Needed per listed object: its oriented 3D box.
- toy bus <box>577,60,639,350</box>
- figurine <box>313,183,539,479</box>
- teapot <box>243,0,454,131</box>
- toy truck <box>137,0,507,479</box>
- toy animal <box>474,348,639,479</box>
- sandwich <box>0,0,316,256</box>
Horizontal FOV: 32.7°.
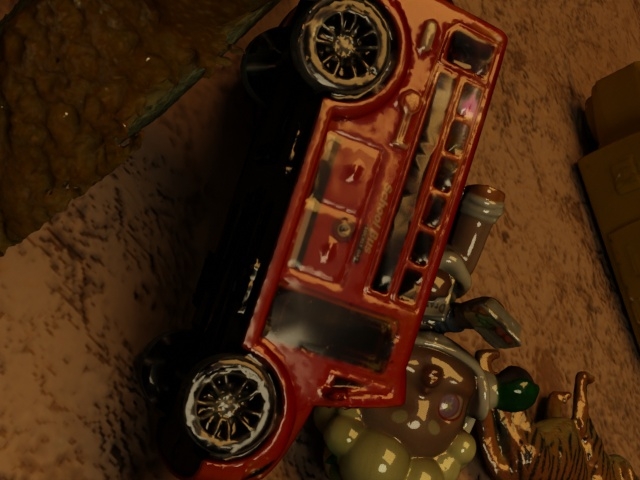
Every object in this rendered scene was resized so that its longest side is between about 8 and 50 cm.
[{"bbox_3d":[0.337,-0.008,1.044,0.123,0.121,0.335,-6,76,-45],"label":"toy bus"},{"bbox_3d":[0.059,0.060,0.626,0.147,0.093,0.197,17,96,-10],"label":"figurine"},{"bbox_3d":[0.005,-0.071,0.681,0.252,0.135,0.178,-63,155,-26],"label":"teapot"},{"bbox_3d":[0.000,0.000,0.535,0.114,0.107,0.252,19,86,-20],"label":"toy truck"},{"bbox_3d":[0.167,0.144,0.797,0.241,0.057,0.099,20,55,-44],"label":"toy animal"},{"bbox_3d":[-0.073,-0.105,0.482,0.087,0.251,0.226,51,39,-11],"label":"sandwich"}]
